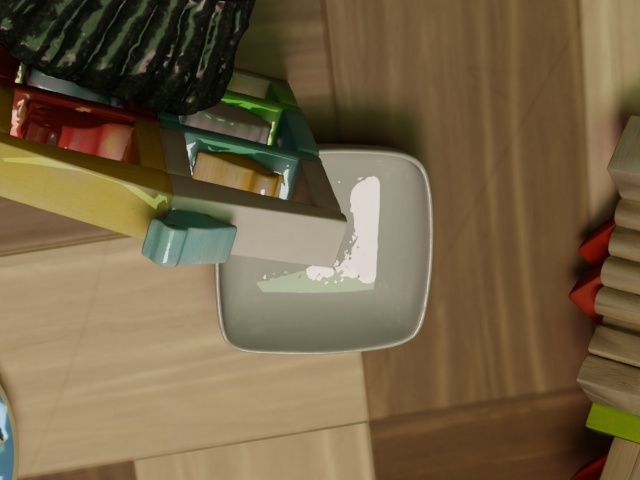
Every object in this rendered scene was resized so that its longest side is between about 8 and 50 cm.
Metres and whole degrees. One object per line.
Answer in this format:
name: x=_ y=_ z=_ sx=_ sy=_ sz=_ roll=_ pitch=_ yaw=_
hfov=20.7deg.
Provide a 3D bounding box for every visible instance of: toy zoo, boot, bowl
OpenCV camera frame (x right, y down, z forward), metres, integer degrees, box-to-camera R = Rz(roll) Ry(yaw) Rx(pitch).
toy zoo: x=-0.093 y=-0.056 z=0.975 sx=0.192 sy=0.293 sz=0.030 roll=13 pitch=110 yaw=-13
boot: x=-0.012 y=-0.171 z=0.925 sx=0.348 sy=0.131 sz=0.260 roll=27 pitch=108 yaw=9
bowl: x=0.000 y=0.000 z=1.143 sx=0.142 sy=0.053 sz=0.142 roll=-2 pitch=113 yaw=-7

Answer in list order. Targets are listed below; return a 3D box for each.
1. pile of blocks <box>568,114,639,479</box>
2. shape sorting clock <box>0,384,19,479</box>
pile of blocks: x=0.230 y=0.062 z=1.191 sx=0.112 sy=0.149 sz=0.362 roll=15 pitch=104 yaw=31
shape sorting clock: x=-0.299 y=0.145 z=1.136 sx=0.206 sy=0.040 sz=0.206 roll=-1 pitch=96 yaw=-15
